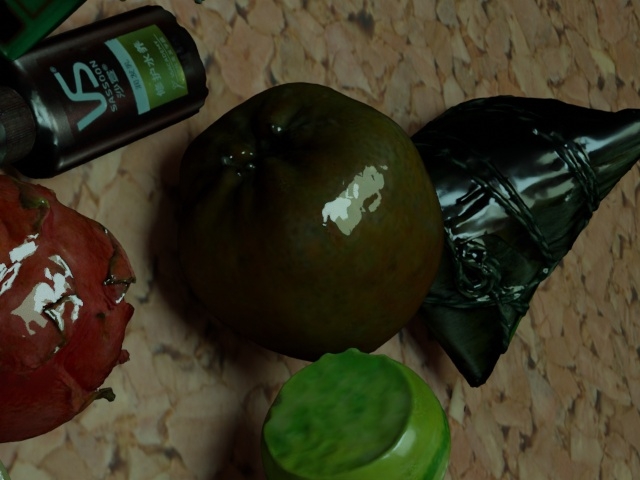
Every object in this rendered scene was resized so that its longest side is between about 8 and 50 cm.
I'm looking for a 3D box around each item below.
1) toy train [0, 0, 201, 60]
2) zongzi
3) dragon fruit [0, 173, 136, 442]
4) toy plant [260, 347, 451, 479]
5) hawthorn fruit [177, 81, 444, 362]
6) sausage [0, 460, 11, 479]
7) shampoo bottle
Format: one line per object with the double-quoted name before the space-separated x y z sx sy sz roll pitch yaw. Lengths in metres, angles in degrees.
"toy train" -0.281 -0.341 1.677 0.429 0.249 0.178 46 24 -7
"zongzi" 0.178 -0.067 2.275 0.383 0.362 0.319 -40 115 -13
"dragon fruit" -0.279 0.053 1.533 0.252 0.241 0.241 15 62 -67
"toy plant" 0.068 0.274 1.888 0.184 0.224 0.315 -34 133 -12
"hawthorn fruit" 0.000 0.000 1.920 0.301 0.268 0.267 48 41 -36
"sausage" -0.263 0.248 1.636 0.024 0.024 0.132 -31 100 -55
"shampoo bottle" -0.235 -0.137 1.798 0.323 0.084 0.129 -28 95 -55
